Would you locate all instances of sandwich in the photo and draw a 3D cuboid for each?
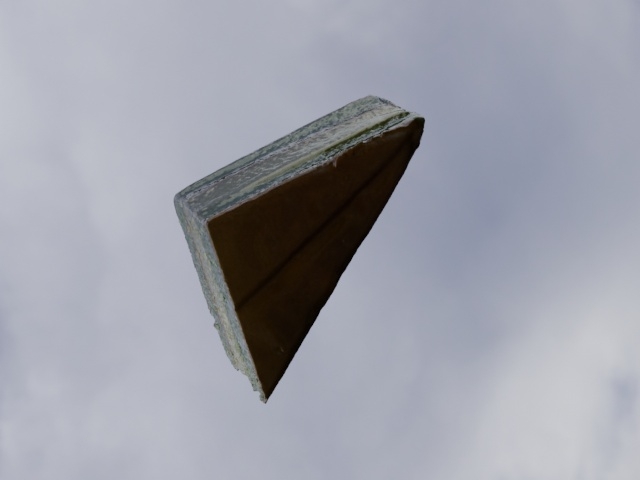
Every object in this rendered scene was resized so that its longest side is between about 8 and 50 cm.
[{"bbox_3d":[0.000,0.000,0.951,0.187,0.117,0.144,-27,-67,-11],"label":"sandwich"}]
